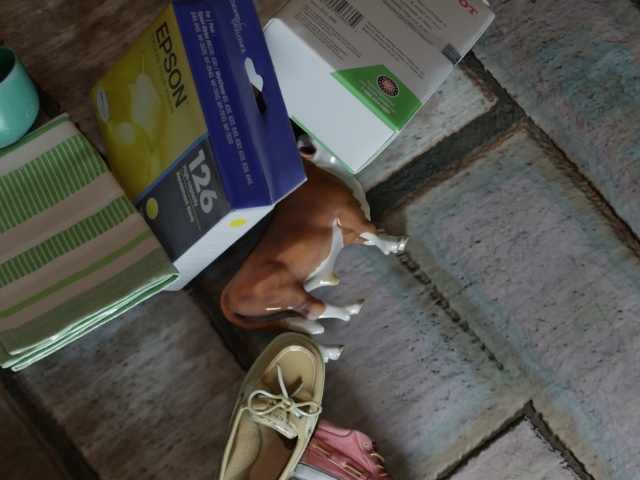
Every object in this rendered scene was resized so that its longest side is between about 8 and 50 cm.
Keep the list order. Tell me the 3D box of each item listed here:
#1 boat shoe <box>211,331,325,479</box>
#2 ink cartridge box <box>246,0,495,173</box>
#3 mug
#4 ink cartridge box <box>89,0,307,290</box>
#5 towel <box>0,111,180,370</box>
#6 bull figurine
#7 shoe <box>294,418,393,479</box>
[{"bbox_3d":[-0.066,0.247,1.781,0.105,0.089,0.285,21,83,-6],"label":"boat shoe"},{"bbox_3d":[0.064,-0.258,1.915,0.211,0.121,0.289,42,50,-2],"label":"ink cartridge box"},{"bbox_3d":[-0.436,-0.189,1.971,0.129,0.097,0.157,-8,40,19],"label":"mug"},{"bbox_3d":[-0.163,-0.135,1.860,0.072,0.307,0.303,0,63,-37],"label":"ink cartridge box"},{"bbox_3d":[-0.357,-0.006,1.890,0.248,0.038,0.325,-30,54,-10],"label":"towel"},{"bbox_3d":[0.000,0.000,1.899,0.188,0.101,0.310,28,71,9],"label":"bull figurine"},{"bbox_3d":[0.062,0.284,1.808,0.178,0.063,0.081,22,75,13],"label":"shoe"}]
